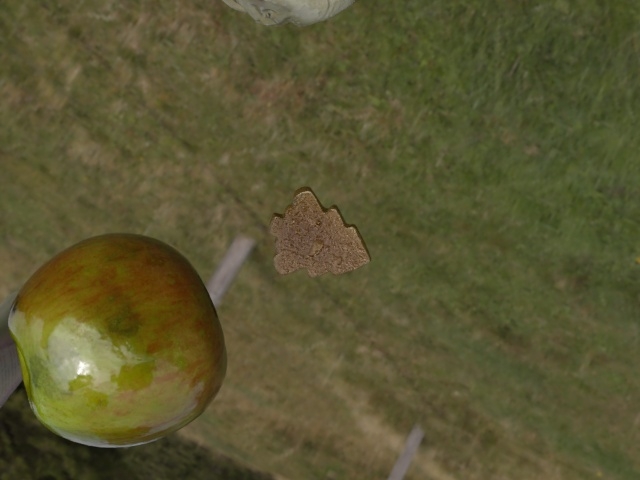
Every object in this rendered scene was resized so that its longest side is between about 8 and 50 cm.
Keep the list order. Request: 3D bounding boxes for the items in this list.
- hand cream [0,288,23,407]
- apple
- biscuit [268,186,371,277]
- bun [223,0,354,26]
[{"bbox_3d":[-0.555,0.202,1.702,0.117,0.186,0.359,10,-158,3],"label":"hand cream"},{"bbox_3d":[-0.318,0.162,1.547,0.339,0.340,0.339,27,164,8],"label":"apple"},{"bbox_3d":[0.000,0.000,2.173,0.238,0.212,0.041,21,-162,2],"label":"biscuit"},{"bbox_3d":[-0.061,-0.361,1.259,0.231,0.231,0.133,34,146,-17],"label":"bun"}]
